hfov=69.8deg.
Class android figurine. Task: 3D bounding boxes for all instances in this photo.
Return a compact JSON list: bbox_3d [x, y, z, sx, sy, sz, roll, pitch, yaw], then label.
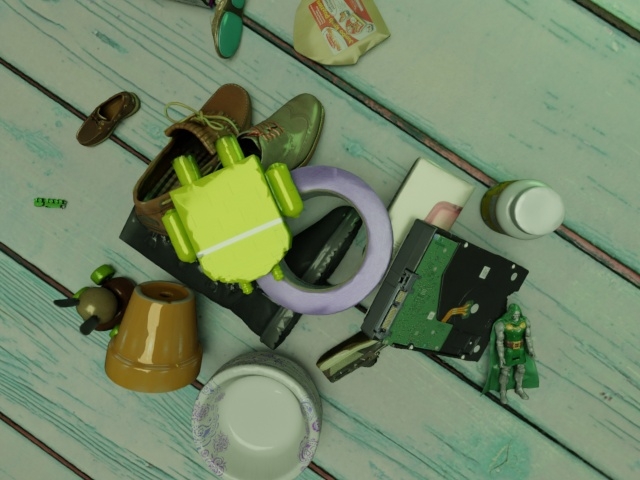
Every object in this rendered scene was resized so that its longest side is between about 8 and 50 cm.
[{"bbox_3d":[-0.153,-0.039,0.815,0.248,0.056,0.272,-25,94,5],"label":"android figurine"}]

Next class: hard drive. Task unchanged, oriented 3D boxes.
[{"bbox_3d":[0.258,0.113,0.914,0.339,0.064,0.237,18,101,-38],"label":"hard drive"}]

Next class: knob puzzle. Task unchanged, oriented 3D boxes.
[{"bbox_3d":[0.028,-0.467,0.997,0.213,0.030,0.213,1,96,6],"label":"knob puzzle"}]

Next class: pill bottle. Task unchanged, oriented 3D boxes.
[{"bbox_3d":[0.396,-0.062,0.905,0.118,0.208,0.117,1,96,7],"label":"pill bottle"}]

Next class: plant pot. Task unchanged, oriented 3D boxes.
[{"bbox_3d":[-0.357,0.198,1.014,0.205,0.205,0.188,14,104,5],"label":"plant pot"}]

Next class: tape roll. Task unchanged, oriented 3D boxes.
[{"bbox_3d":[0.000,0.000,0.873,0.275,0.090,0.274,0,90,10],"label":"tape roll"}]

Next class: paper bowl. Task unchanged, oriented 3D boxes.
[{"bbox_3d":[-0.135,0.395,1.047,0.284,0.148,0.284,1,95,7],"label":"paper bowl"}]

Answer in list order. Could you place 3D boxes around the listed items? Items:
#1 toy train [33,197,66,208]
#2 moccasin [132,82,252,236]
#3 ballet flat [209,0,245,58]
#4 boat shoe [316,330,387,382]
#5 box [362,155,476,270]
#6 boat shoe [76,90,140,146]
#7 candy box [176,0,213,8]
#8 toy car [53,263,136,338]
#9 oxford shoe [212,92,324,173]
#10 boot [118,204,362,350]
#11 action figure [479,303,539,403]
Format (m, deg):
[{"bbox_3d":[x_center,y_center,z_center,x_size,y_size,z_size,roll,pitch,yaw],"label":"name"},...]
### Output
[{"bbox_3d":[-0.665,-0.091,1.126,0.083,0.017,0.023,5,106,6],"label":"toy train"},{"bbox_3d":[-0.257,-0.193,0.937,0.139,0.147,0.380,24,62,14],"label":"moccasin"},{"bbox_3d":[-0.207,-0.506,1.013,0.067,0.073,0.206,19,96,32],"label":"ballet flat"},{"bbox_3d":[0.098,0.254,1.044,0.224,0.080,0.073,-30,97,14],"label":"boat shoe"},{"bbox_3d":[0.199,-0.042,0.962,0.127,0.148,0.232,31,99,4],"label":"box"},{"bbox_3d":[-0.504,-0.286,1.064,0.178,0.060,0.064,-36,91,9],"label":"boat shoe"},{"bbox_3d":[-0.337,-0.618,0.996,0.233,0.071,0.159,16,97,10],"label":"candy box"},{"bbox_3d":[-0.516,0.160,1.047,0.155,0.188,0.149,43,99,1],"label":"toy car"},{"bbox_3d":[-0.099,-0.192,0.937,0.123,0.130,0.348,27,69,14],"label":"oxford shoe"},{"bbox_3d":[-0.178,-0.033,1.025,0.445,0.146,0.367,36,88,11],"label":"boot"},{"bbox_3d":[0.413,0.240,0.987,0.137,0.063,0.232,-10,110,-5],"label":"action figure"}]
